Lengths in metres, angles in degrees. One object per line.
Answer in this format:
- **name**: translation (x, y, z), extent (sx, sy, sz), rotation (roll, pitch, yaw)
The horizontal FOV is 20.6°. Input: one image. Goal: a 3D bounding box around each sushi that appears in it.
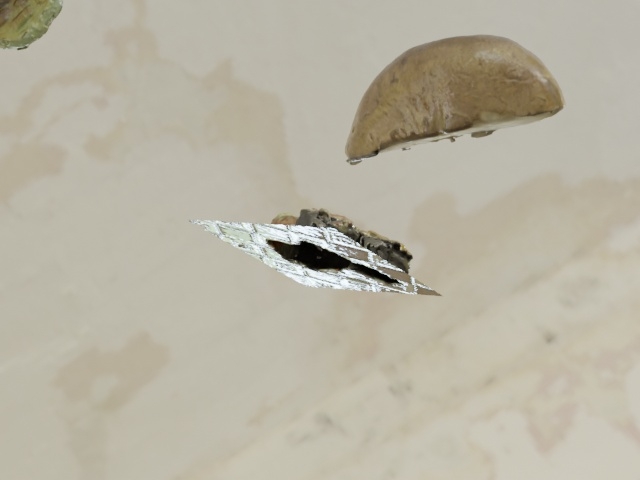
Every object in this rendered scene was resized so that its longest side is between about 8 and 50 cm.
- **sushi**: translation (0.000, 0.000, 1.126), extent (0.120, 0.126, 0.026), rotation (31, -110, -44)

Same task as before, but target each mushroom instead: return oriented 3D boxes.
- **mushroom**: translation (0.105, -0.126, 1.539), extent (0.210, 0.094, 0.072), rotation (-9, -8, 28)

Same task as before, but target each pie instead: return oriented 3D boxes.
- **pie**: translation (-0.215, -0.169, 1.229), extent (0.084, 0.084, 0.020), rotation (-42, -28, 8)
